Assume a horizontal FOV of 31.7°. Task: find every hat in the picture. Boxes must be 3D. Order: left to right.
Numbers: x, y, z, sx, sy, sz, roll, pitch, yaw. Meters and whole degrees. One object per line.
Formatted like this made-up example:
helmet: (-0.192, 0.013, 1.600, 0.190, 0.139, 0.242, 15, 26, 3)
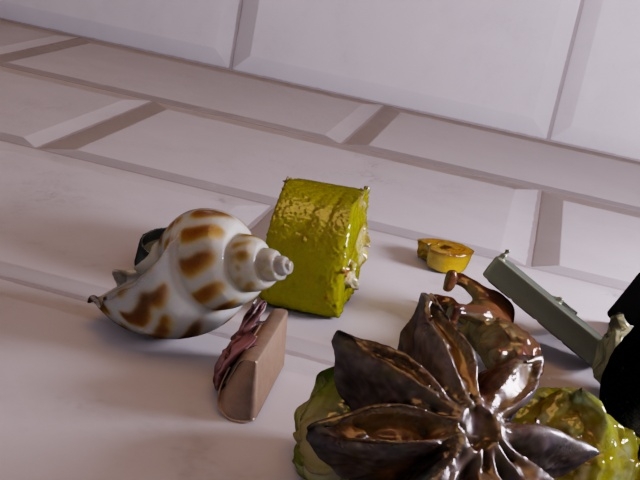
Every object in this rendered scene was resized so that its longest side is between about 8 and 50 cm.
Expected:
hat: (0.451, 0.190, 1.578, 0.166, 0.081, 0.122, 38, 34, 8)

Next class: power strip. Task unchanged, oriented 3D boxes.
power strip: (0.357, 0.104, 1.726, 0.216, 0.061, 0.145, 42, 9, 20)

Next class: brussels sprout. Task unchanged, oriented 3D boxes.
brussels sprout: (0.044, 0.197, 1.223, 0.145, 0.131, 0.183, 5, 13, -1)

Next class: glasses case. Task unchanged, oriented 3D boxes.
glasses case: (-0.092, 0.135, 1.390, 0.070, 0.102, 0.193, 7, 17, 8)

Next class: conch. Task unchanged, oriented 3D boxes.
conch: (-0.160, 0.046, 1.472, 0.149, 0.275, 0.183, 46, 41, -15)

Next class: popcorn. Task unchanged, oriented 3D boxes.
popcorn: (0.276, 0.236, 1.261, 0.173, 0.142, 0.173, 9, -8, 1)

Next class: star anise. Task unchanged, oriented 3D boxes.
star anise: (0.129, 0.208, 1.104, 0.332, 0.117, 0.331, 12, 52, -16)

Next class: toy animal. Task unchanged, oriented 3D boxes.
toy animal: (0.243, 0.128, 1.659, 0.157, 0.097, 0.312, 23, 15, -2)

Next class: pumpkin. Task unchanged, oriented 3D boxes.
pumpkin: (0.454, 0.170, 1.400, 0.233, 0.233, 0.163, -6, 50, -42)

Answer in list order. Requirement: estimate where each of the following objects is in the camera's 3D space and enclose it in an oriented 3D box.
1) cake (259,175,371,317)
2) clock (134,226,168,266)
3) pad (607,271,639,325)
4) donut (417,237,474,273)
cake: (0.000, 0.000, 1.733, 0.156, 0.179, 0.260, 13, 18, 5)
clock: (-0.181, 0.030, 1.760, 0.215, 0.042, 0.215, 10, 18, -3)
pad: (0.667, 0.083, 1.760, 0.375, 0.063, 0.315, 12, -23, 1)
donut: (0.222, 0.027, 2.011, 0.097, 0.043, 0.108, 7, 17, -12)
